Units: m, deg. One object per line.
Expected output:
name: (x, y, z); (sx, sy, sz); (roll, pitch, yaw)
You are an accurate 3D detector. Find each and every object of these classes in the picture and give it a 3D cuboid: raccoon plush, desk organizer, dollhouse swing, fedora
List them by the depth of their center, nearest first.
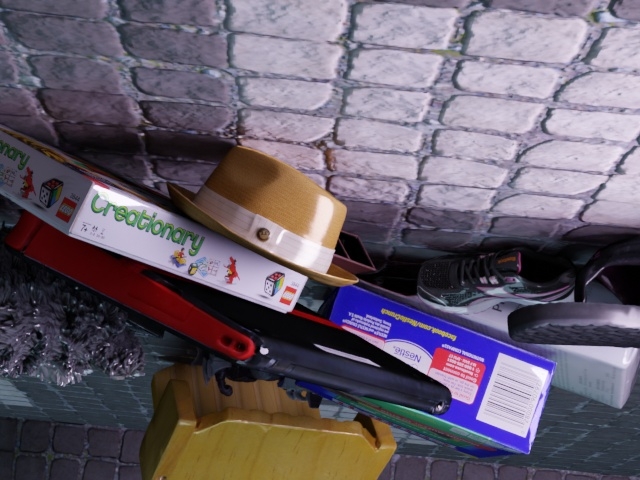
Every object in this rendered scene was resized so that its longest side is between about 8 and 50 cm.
fedora: (-0.041, -0.029, 1.351); (0.194, 0.079, 0.194); (27, -177, -2)
raccoon plush: (-0.301, 0.087, 1.547); (0.299, 0.216, 0.446); (5, -171, -17)
desk organizer: (0.000, 0.000, 1.578); (0.050, 0.047, 0.130); (-10, 159, 41)
dollhouse swing: (-0.097, 0.260, 2.439); (0.346, 0.305, 0.315); (9, 138, -16)

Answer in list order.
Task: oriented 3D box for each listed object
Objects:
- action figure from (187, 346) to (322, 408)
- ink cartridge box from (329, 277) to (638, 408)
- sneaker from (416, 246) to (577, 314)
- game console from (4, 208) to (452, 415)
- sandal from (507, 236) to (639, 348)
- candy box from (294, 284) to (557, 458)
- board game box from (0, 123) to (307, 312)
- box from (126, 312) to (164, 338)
action figure: (-0.080, 0.193, 2.273); (0.185, 0.099, 0.285); (-5, -179, -43)
ink cartridge box: (0.200, 0.082, 1.831); (0.385, 0.091, 0.308); (20, 170, 14)
sneaker: (0.192, 0.033, 1.625); (0.178, 0.072, 0.077); (-3, 154, 0)
game console: (-0.088, 0.077, 1.479); (0.342, 0.060, 0.386); (28, -176, 34)
sandal: (0.377, 0.052, 1.576); (0.445, 0.107, 0.167); (-2, 169, -28)
candy box: (0.114, 0.164, 1.831); (0.268, 0.122, 0.317); (21, 172, -1)
board game box: (-0.171, -0.022, 1.387); (0.193, 0.053, 0.305); (27, -178, 38)
box: (-0.319, 0.074, 1.951); (0.190, 0.045, 0.184); (8, 164, 22)
